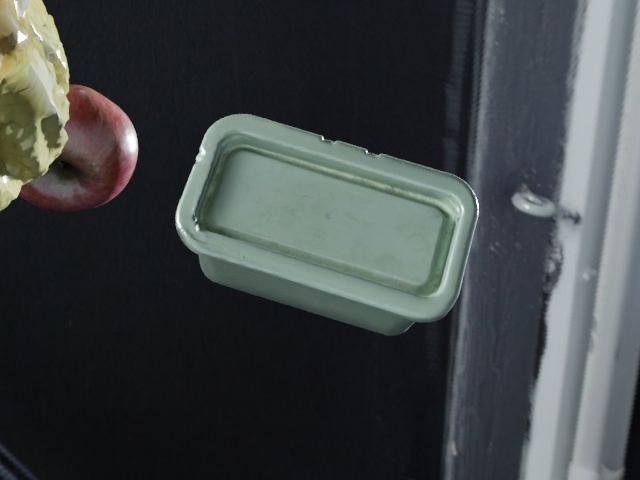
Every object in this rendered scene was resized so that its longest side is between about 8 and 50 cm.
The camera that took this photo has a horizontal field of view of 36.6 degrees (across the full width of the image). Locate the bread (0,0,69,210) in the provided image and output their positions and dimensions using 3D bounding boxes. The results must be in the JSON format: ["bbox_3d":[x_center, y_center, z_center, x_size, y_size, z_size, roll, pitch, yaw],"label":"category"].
[{"bbox_3d":[-0.180,-0.082,0.407,0.133,0.251,0.174,11,-26,12],"label":"bread"}]

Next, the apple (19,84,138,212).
[{"bbox_3d":[-0.286,-0.107,1.106,0.153,0.120,0.153,-4,-48,-4],"label":"apple"}]

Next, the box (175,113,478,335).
[{"bbox_3d":[0.000,0.000,1.113,0.312,0.182,0.175,17,-112,-1],"label":"box"}]
